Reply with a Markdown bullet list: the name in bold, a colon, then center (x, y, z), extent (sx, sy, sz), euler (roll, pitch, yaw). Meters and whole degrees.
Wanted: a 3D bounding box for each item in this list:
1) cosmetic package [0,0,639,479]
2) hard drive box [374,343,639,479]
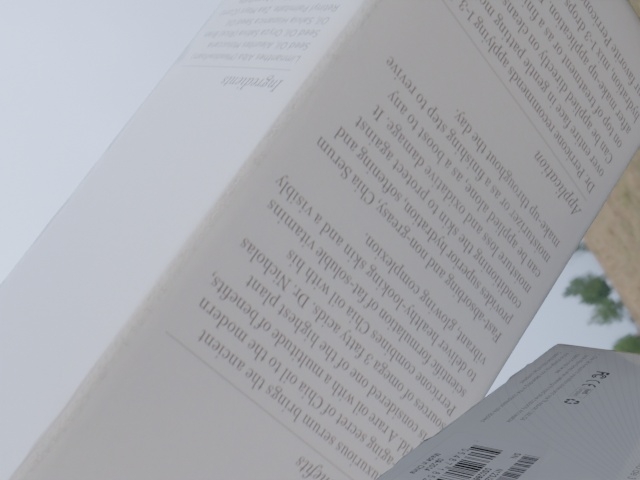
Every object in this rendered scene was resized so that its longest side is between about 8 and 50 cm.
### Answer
- **cosmetic package**: center (0.000, 0.000, 0.587), extent (0.161, 0.453, 0.230), euler (15, 155, 52)
- **hard drive box**: center (0.154, 0.112, 0.321), extent (0.181, 0.232, 0.089), euler (-20, -70, -53)
